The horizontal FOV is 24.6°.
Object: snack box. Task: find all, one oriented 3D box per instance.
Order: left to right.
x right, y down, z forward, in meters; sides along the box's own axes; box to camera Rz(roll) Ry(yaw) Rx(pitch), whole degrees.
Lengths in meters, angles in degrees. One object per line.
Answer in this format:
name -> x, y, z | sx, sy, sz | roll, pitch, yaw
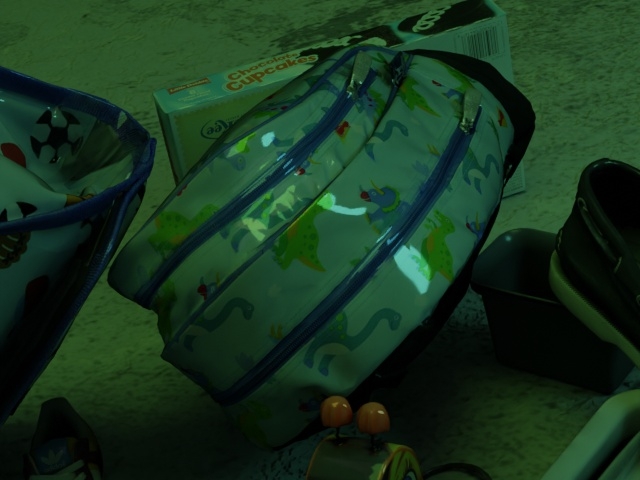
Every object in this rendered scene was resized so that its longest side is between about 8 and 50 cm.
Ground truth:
snack box -> 0.024, -0.090, 1.345 | 0.322, 0.187, 0.060 | -17, 31, -11

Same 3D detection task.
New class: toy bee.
toy bee -> 0.008, 0.187, 0.926 | 0.195, 0.162, 0.298 | -7, 31, 10

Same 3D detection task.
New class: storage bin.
storage bin -> 0.193, 0.055, 1.147 | 0.135, 0.091, 0.098 | 14, 39, 35

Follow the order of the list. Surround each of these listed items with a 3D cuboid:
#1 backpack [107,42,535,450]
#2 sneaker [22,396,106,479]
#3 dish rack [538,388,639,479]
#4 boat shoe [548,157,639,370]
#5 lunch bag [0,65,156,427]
backpack -> 0.000, 0.000, 1.086 | 0.290, 0.273, 0.355 | -36, 24, 27
sneaker -> -0.186, 0.191, 1.054 | 0.070, 0.084, 0.185 | -15, 31, -7
dish rack -> 0.239, 0.218, 0.813 | 0.286, 0.072, 0.333 | 20, 32, 25
boat shoe -> 0.274, 0.043, 0.950 | 0.127, 0.113, 0.340 | -12, 32, -21
lunch bag -> -0.307, 0.049, 0.990 | 0.239, 0.328, 0.385 | 45, 26, 20
